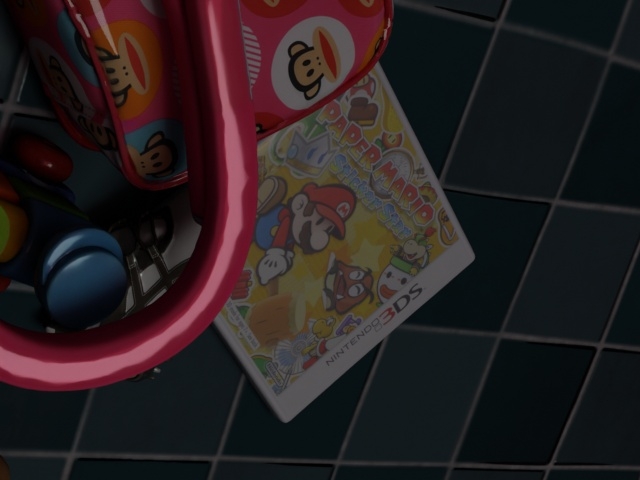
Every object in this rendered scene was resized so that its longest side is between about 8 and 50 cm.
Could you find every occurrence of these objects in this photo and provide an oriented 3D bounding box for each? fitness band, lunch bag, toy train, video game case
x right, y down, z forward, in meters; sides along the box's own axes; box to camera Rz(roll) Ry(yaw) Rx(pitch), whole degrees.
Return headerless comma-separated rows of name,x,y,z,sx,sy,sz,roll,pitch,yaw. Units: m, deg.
fitness band,-0.140,-0.059,0.873,0.209,0.054,0.290,-15,112,-24
lunch bag,-0.070,-0.202,0.975,0.258,0.120,0.293,-32,127,-19
toy train,-0.234,-0.027,0.933,0.248,0.143,0.105,25,97,-41
video game case,0.000,0.000,1.193,0.206,0.026,0.227,-40,130,-12

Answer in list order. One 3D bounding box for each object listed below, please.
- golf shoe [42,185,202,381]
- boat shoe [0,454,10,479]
golf shoe,-0.114,0.014,1.060,0.094,0.077,0.198,20,121,-25
boat shoe,-0.316,0.253,1.038,0.324,0.122,0.120,-53,135,0
